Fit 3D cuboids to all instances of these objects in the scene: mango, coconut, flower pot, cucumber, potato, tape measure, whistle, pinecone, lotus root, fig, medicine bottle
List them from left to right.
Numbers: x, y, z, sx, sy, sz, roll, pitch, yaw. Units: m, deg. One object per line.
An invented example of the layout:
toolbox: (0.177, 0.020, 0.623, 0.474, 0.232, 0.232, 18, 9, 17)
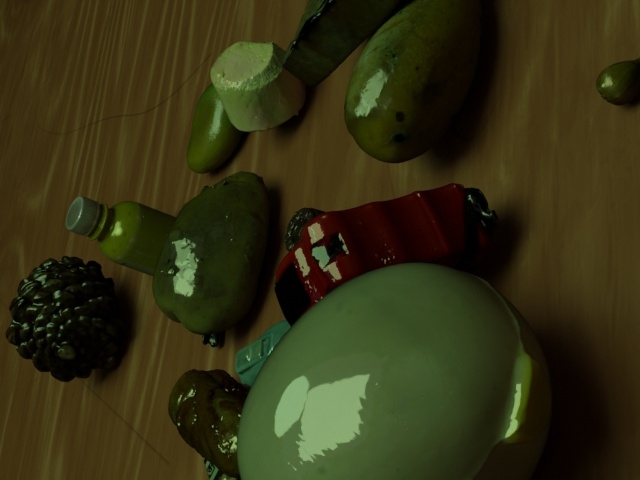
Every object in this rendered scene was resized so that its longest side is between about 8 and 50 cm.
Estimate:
pinecone: (-0.496, 0.147, 2.378, 0.224, 0.224, 0.272, -53, 30, 23)
medicine bottle: (-0.367, -0.017, 2.285, 0.122, 0.212, 0.122, -34, 44, 42)
cucumber: (-0.182, 0.122, 2.090, 0.034, 0.033, 0.135, 93, -178, -64)
potato: (-0.177, 0.014, 2.037, 0.192, 0.141, 0.296, 6, 64, 34)
mango: (-0.187, -0.212, 2.268, 0.122, 0.085, 0.191, 20, 98, 49)
coconut: (-0.103, -0.259, 2.103, 0.147, 0.152, 0.147, -15, 45, 16)
whistle: (-0.030, 0.155, 1.788, 0.274, 0.093, 0.186, -32, 45, 39)
flower pot: (0.000, 0.000, 1.833, 0.111, 0.089, 0.111, -34, 44, 42)
lotus root: (0.069, -0.401, 1.846, 0.375, 0.111, 0.390, -51, 13, 13)
tape measure: (0.072, 0.043, 1.563, 0.114, 0.253, 0.260, 65, 151, 23)
mango: (0.144, -0.255, 1.723, 0.176, 0.175, 0.329, 18, 65, 36)
fig: (0.367, -0.196, 1.445, 0.083, 0.050, 0.050, -41, 37, 8)

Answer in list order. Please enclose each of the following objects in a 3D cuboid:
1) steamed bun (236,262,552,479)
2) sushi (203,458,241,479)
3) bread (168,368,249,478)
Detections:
steamed bun: (0.081, 0.203, 1.356, 0.374, 0.334, 0.334, -50, 34, 7)
sushi: (-0.117, 0.353, 1.834, 0.192, 0.043, 0.279, -54, 33, 20)
bread: (-0.147, 0.275, 1.811, 0.344, 0.084, 0.124, 27, 100, 64)
